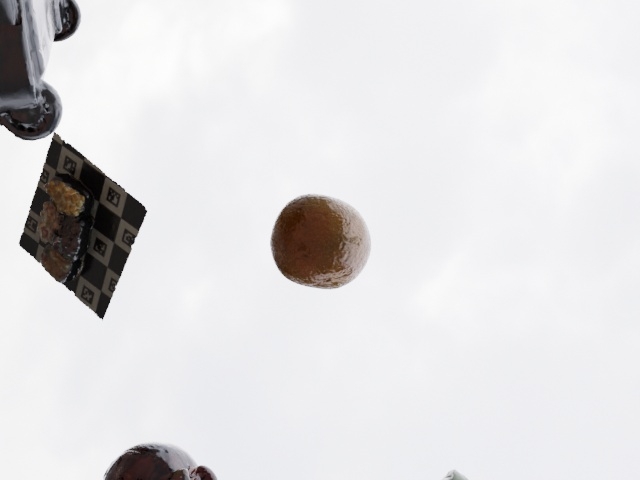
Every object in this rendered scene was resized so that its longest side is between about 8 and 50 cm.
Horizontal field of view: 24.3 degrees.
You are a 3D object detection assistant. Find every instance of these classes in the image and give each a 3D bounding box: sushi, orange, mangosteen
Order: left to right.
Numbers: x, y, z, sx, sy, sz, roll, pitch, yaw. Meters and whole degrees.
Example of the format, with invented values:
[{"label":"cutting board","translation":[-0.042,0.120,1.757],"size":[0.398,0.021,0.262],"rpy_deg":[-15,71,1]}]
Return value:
[{"label":"sushi","translation":[-0.356,-0.011,2.096],"size":[0.192,0.050,0.215],"rpy_deg":[39,-54,20]},{"label":"mangosteen","translation":[-0.207,0.328,1.919],"size":[0.152,0.152,0.152],"rpy_deg":[-25,-124,46]},{"label":"orange","translation":[0.000,0.000,1.158],"size":[0.085,0.085,0.085],"rpy_deg":[-25,-124,46]}]

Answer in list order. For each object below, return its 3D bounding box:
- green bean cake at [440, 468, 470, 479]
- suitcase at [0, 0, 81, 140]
[{"label":"green bean cake","translation":[0.083,0.337,1.394],"size":[0.214,0.113,0.200],"rpy_deg":[-53,178,41]},{"label":"suitcase","translation":[-0.299,-0.274,1.183],"size":[0.345,0.188,0.339],"rpy_deg":[-100,-172,-67]}]
